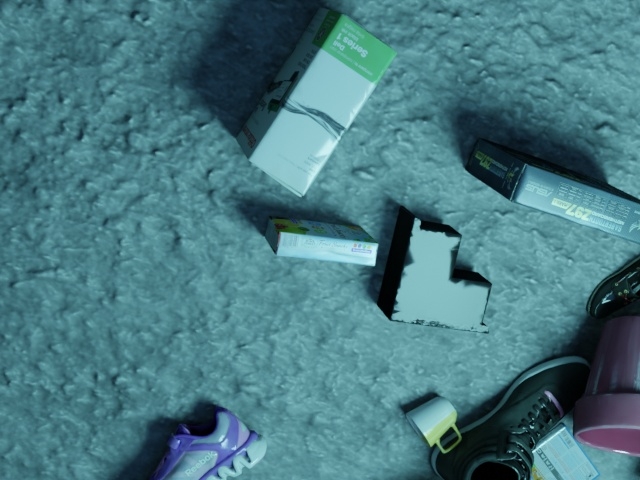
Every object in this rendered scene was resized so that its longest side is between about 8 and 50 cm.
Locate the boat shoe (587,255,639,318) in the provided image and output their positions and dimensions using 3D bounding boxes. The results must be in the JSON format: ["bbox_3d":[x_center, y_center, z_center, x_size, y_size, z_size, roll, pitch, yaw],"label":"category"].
[{"bbox_3d":[0.470,0.075,1.573,0.133,0.042,0.049,-40,112,3],"label":"boat shoe"}]

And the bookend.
[{"bbox_3d":[0.179,0.043,1.486,0.156,0.072,0.157,8,104,-15],"label":"bookend"}]

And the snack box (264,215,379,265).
[{"bbox_3d":[0.000,0.000,1.420,0.141,0.100,0.037,7,104,-13],"label":"snack box"}]

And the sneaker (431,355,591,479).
[{"bbox_3d":[0.315,0.297,1.550,0.296,0.147,0.104,-36,108,-1],"label":"sneaker"}]

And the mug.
[{"bbox_3d":[0.178,0.278,1.564,0.064,0.062,0.078,-35,110,-9],"label":"mug"}]

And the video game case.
[{"bbox_3d":[0.358,0.388,1.655,0.166,0.015,0.119,-37,110,0],"label":"video game case"}]

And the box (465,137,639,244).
[{"bbox_3d":[0.340,-0.068,1.428,0.232,0.183,0.059,16,102,-17],"label":"box"}]

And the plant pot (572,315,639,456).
[{"bbox_3d":[0.484,0.217,1.526,0.201,0.201,0.180,15,69,-16],"label":"plant pot"}]

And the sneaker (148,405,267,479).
[{"bbox_3d":[-0.200,0.325,1.485,0.236,0.095,0.104,-34,103,-6],"label":"sneaker"}]

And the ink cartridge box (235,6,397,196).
[{"bbox_3d":[-0.012,-0.184,1.332,0.092,0.160,0.219,32,97,-17],"label":"ink cartridge box"}]
